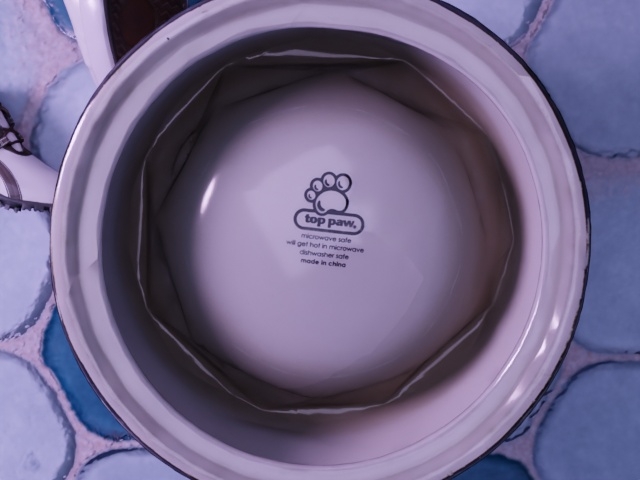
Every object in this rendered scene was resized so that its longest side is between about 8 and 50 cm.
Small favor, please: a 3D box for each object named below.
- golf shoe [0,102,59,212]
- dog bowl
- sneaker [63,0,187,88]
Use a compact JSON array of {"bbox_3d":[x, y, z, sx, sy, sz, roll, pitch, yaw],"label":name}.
[{"bbox_3d":[-0.282,-0.085,0.896,0.198,0.077,0.094,22,95,-3],"label":"golf shoe"},{"bbox_3d":[0.000,0.000,0.863,0.408,0.150,0.408,0,97,-1],"label":"dog bowl"},{"bbox_3d":[-0.193,-0.246,0.885,0.123,0.106,0.290,3,107,35],"label":"sneaker"}]
